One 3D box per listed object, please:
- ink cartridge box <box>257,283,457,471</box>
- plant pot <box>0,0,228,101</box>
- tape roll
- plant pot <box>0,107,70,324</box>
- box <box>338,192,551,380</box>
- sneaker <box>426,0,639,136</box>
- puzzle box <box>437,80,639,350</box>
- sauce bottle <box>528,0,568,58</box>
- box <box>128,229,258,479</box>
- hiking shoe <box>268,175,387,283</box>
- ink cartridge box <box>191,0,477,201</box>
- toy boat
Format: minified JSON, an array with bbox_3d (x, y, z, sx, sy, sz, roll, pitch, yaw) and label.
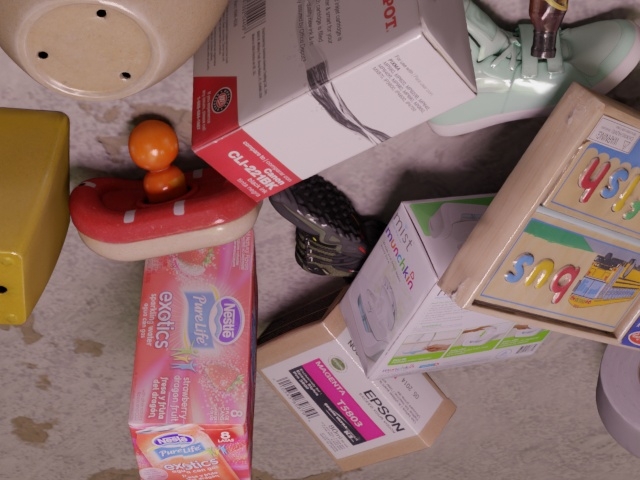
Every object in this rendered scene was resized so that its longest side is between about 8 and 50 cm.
[{"bbox_3d":[0.039,0.195,1.768,0.234,0.088,0.193,50,140,-10],"label":"ink cartridge box"},{"bbox_3d":[-0.213,-0.244,1.223,0.284,0.191,0.284,-1,143,-1],"label":"plant pot"},{"bbox_3d":[0.503,0.209,1.811,0.219,0.219,0.072,-4,142,3],"label":"tape roll"},{"bbox_3d":[-0.408,-0.018,1.502,0.212,0.187,0.212,3,142,-8],"label":"plant pot"},{"bbox_3d":[0.192,0.056,1.616,0.262,0.126,0.231,-6,146,-26],"label":"box"},{"bbox_3d":[0.211,-0.207,1.370,0.256,0.094,0.151,-18,136,17],"label":"sneaker"},{"bbox_3d":[0.344,-0.009,1.488,0.409,0.052,0.272,14,116,-44],"label":"puzzle box"},{"bbox_3d":[0.234,-0.251,1.311,0.042,0.042,0.128,0,111,-3],"label":"sauce bottle"},{"bbox_3d":[-0.155,0.142,1.627,0.142,0.300,0.154,0,141,0],"label":"box"},{"bbox_3d":[0.000,0.000,1.627,0.114,0.086,0.227,-32,134,28],"label":"hiking shoe"},{"bbox_3d":[0.009,-0.190,1.297,0.273,0.197,0.114,-25,138,27],"label":"ink cartridge box"},{"bbox_3d":[-0.188,-0.070,1.514,0.231,0.151,0.151,-11,111,9],"label":"toy boat"}]
